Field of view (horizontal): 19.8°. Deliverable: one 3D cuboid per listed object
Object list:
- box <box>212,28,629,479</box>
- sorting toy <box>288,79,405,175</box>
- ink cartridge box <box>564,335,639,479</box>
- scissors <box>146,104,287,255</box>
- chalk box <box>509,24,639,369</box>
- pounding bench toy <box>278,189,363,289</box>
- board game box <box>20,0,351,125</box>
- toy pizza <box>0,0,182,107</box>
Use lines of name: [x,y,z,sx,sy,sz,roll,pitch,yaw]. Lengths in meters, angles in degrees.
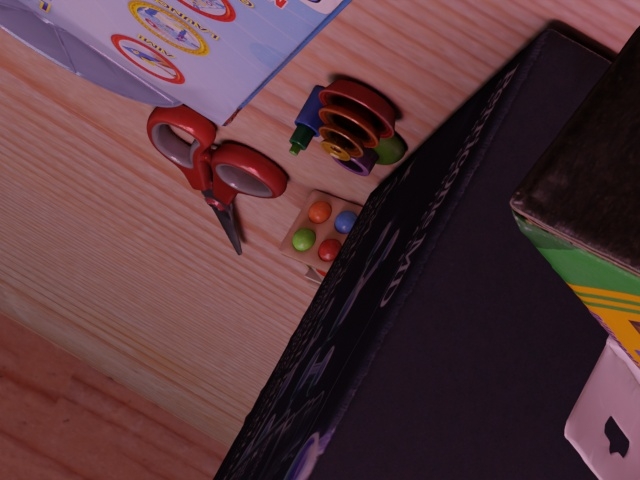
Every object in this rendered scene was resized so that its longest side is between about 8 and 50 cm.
box: [0.087,0.108,0.979,0.212,0.293,0.395,31,166,-4]
sorting toy: [0.013,-0.058,1.066,0.061,0.042,0.102,27,166,13]
ink cartridge box: [0.175,0.026,0.738,0.061,0.181,0.104,21,164,34]
scissors: [-0.087,-0.043,1.388,0.109,0.021,0.297,28,168,-2]
chalk box: [0.235,0.016,0.499,0.289,0.180,0.179,31,171,44]
pounding bench toy: [0.000,0.000,1.281,0.083,0.052,0.065,21,164,33]
board game box: [-0.120,-0.189,0.776,0.308,0.086,0.302,32,167,-8]
toy pizza: [-0.157,-0.147,1.119,0.201,0.032,0.201,28,168,7]
